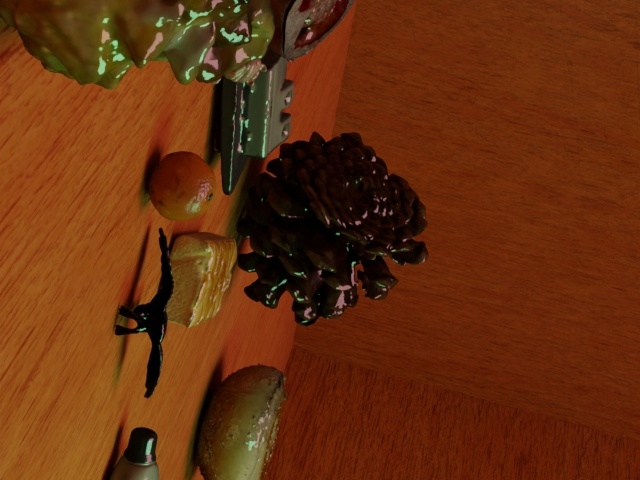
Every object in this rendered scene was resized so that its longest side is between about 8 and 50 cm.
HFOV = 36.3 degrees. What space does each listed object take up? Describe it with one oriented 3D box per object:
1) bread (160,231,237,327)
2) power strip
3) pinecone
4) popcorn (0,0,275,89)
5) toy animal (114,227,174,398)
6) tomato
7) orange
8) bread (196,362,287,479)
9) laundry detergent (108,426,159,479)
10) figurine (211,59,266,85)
[{"bbox_3d":[-0.176,0.054,1.409,0.188,0.068,0.125,-13,118,-85],"label":"bread"},{"bbox_3d":[-0.089,-0.227,1.466,0.251,0.092,0.257,-63,163,-57],"label":"power strip"},{"bbox_3d":[0.000,0.000,1.881,0.384,0.385,0.384,14,90,-86],"label":"pinecone"},{"bbox_3d":[-0.113,-0.182,0.644,0.198,0.212,0.198,-44,-156,26],"label":"popcorn"},{"bbox_3d":[-0.206,0.094,1.189,0.108,0.062,0.220,-44,142,-81],"label":"toy animal"},{"bbox_3d":[-0.044,-0.341,1.208,0.180,0.155,0.214,-50,174,-22],"label":"tomato"},{"bbox_3d":[-0.161,-0.063,1.139,0.083,0.084,0.083,14,90,-86],"label":"orange"},{"bbox_3d":[-0.170,0.399,2.066,0.305,0.159,0.305,17,90,-84],"label":"bread"},{"bbox_3d":[-0.262,0.363,1.328,0.099,0.070,0.225,-20,124,-75],"label":"laundry detergent"},{"bbox_3d":[-0.117,-0.222,1.162,0.146,0.081,0.098,-64,131,-73],"label":"figurine"}]
